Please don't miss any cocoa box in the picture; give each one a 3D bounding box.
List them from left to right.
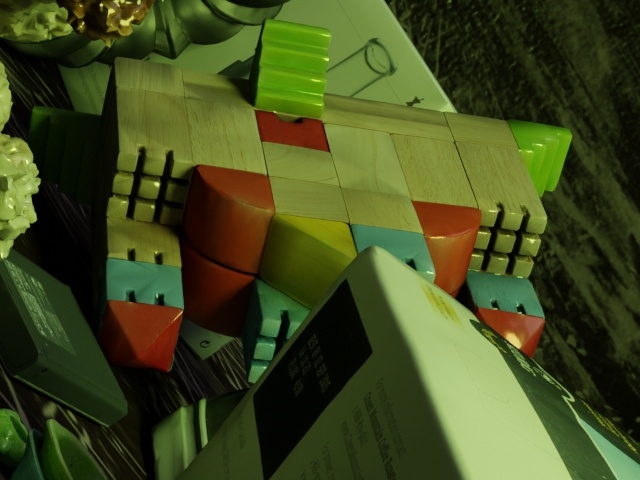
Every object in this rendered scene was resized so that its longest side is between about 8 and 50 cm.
[{"bbox_3d":[0.055,0.189,0.753,0.228,0.231,0.347,37,8,-12],"label":"cocoa box"}]

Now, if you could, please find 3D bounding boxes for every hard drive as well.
[{"bbox_3d":[-0.157,0.049,1.074,0.094,0.022,0.135,60,5,23],"label":"hard drive"}]

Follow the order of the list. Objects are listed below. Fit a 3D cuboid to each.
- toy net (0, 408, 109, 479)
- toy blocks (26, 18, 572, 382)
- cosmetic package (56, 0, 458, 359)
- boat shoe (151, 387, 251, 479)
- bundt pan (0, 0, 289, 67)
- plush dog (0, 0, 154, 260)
[{"bbox_3d":[-0.161,0.060,0.816,0.232,0.045,0.122,53,7,-46],"label":"toy net"},{"bbox_3d":[0.000,0.000,1.247,0.261,0.381,0.190,-103,-156,-58],"label":"toy blocks"},{"bbox_3d":[-0.056,-0.116,1.624,0.097,0.284,0.377,54,5,-43],"label":"cosmetic package"},{"bbox_3d":[-0.019,0.176,1.093,0.121,0.119,0.335,55,5,-33],"label":"boat shoe"},{"bbox_3d":[-0.138,-0.234,1.501,0.331,0.331,0.124,43,32,-73],"label":"bundt pan"},{"bbox_3d":[-0.176,-0.148,0.906,0.210,0.225,0.262,54,6,-42],"label":"plush dog"}]
